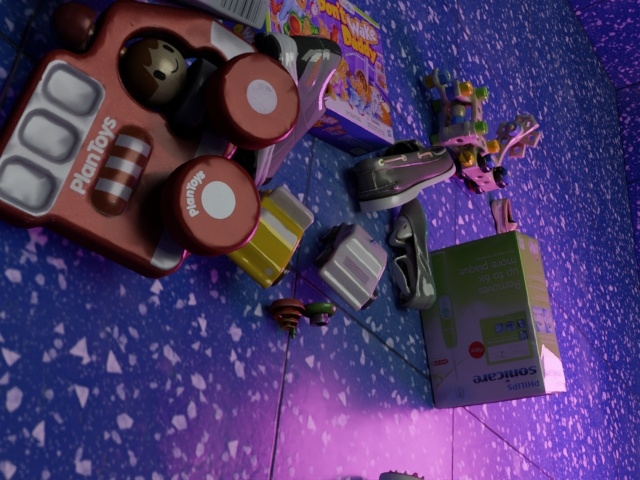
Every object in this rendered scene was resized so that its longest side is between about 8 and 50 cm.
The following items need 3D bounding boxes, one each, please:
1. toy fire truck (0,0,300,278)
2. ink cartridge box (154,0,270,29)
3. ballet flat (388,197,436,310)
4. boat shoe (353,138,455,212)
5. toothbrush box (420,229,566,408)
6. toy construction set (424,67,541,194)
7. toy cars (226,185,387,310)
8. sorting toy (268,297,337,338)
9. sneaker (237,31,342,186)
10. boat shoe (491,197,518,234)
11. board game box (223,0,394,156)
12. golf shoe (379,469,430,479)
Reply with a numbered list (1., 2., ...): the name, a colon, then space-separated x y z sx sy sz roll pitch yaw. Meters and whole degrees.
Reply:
1. toy fire truck: -0.184 -0.119 0.869 0.254 0.169 0.302 30 68 -29
2. ink cartridge box: -0.207 -0.303 0.931 0.223 0.224 0.045 9 102 -55
3. ballet flat: 0.154 0.018 1.465 0.068 0.072 0.213 2 69 -26
4. boat shoe: 0.154 -0.132 1.488 0.305 0.109 0.091 -31 108 -54
5. toothbrush box: 0.299 0.146 1.498 0.122 0.206 0.283 12 67 -56
6. toy construction set: 0.347 -0.229 1.821 0.327 0.151 0.215 16 62 -43
7. toy cars: 0.000 0.000 1.146 0.393 0.087 0.176 19 33 -54
8. sorting toy: -0.026 0.108 1.138 0.102 0.061 0.042 11 66 -31
9. sneaker: -0.045 -0.154 1.059 0.108 0.271 0.100 -10 65 -23
10. boat shoe: 0.438 -0.034 1.957 0.050 0.045 0.135 -25 97 -59
11. board game box: -0.014 -0.294 1.322 0.347 0.078 0.233 17 62 -54
12. golf shoe: 0.160 0.479 1.238 0.306 0.115 0.140 52 47 -21
